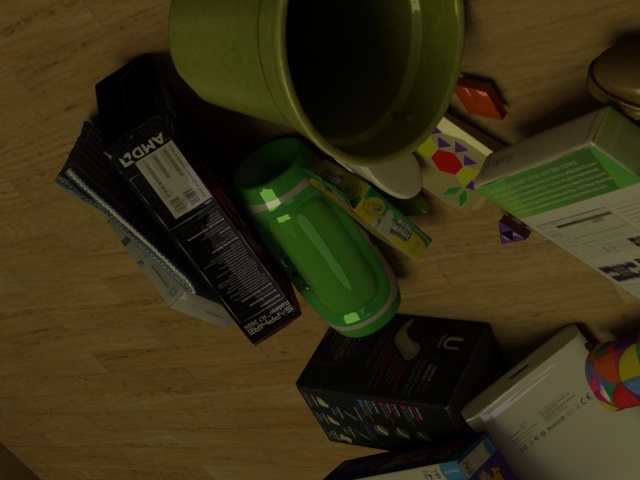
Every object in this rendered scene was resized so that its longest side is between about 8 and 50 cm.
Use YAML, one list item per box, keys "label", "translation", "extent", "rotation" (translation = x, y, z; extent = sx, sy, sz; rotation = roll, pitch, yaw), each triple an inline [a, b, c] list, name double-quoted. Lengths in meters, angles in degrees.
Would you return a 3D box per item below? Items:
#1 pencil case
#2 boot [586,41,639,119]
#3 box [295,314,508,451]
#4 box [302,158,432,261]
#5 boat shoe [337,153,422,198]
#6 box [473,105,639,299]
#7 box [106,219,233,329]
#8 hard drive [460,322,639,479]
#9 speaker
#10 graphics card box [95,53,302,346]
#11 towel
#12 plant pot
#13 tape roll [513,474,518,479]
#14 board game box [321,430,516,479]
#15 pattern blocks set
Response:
- label: "pencil case"
  translation: [0.445, 0.147, 1.548]
  extent: [0.104, 0.104, 0.236]
  rotation: [41, 145, -13]
- label: "boot"
  translation: [0.379, -0.231, 1.139]
  extent: [0.236, 0.089, 0.270]
  rotation: [14, 140, 19]
- label: "box"
  translation: [0.129, 0.219, 1.828]
  extent: [0.270, 0.165, 0.143]
  rotation: [3, 137, 36]
- label: "box"
  translation: [0.060, -0.044, 1.578]
  extent: [0.179, 0.043, 0.105]
  rotation: [35, 180, -45]
- label: "boat shoe"
  translation: [0.046, -0.114, 1.516]
  extent: [0.184, 0.066, 0.063]
  rotation: [33, 163, -7]
- label: "box"
  translation: [0.363, -0.020, 1.356]
  extent: [0.322, 0.059, 0.232]
  rotation: [31, 160, -18]
- label: "box"
  translation: [-0.211, 0.040, 1.733]
  extent: [0.186, 0.038, 0.145]
  rotation: [47, -171, 32]
- label: "hard drive"
  translation: [0.371, 0.287, 1.726]
  extent: [0.307, 0.203, 0.040]
  rotation: [48, -172, -23]
- label: "speaker"
  translation: [0.000, 0.000, 1.686]
  extent: [0.131, 0.131, 0.297]
  rotation: [-3, 133, 40]
- label: "graphics card box"
  translation: [-0.168, -0.057, 1.661]
  extent: [0.094, 0.233, 0.371]
  rotation: [-32, 121, 6]
- label: "towel"
  translation: [-0.266, -0.053, 1.716]
  extent: [0.243, 0.040, 0.336]
  rotation: [43, -171, -15]
- label: "plant pot"
  translation: [-0.024, -0.230, 1.325]
  extent: [0.253, 0.276, 0.276]
  rotation: [12, 143, 46]
- label: "tape roll"
  translation: [0.307, 0.486, 1.930]
  extent: [0.246, 0.246, 0.169]
  rotation: [22, 131, 14]
- label: "board game box"
  translation: [0.169, 0.421, 1.770]
  extent: [0.347, 0.078, 0.233]
  rotation: [-26, 97, 52]
- label: "pattern blocks set"
  translation: [0.151, -0.112, 1.512]
  extent: [0.325, 0.026, 0.285]
  rotation: [39, 146, -10]
